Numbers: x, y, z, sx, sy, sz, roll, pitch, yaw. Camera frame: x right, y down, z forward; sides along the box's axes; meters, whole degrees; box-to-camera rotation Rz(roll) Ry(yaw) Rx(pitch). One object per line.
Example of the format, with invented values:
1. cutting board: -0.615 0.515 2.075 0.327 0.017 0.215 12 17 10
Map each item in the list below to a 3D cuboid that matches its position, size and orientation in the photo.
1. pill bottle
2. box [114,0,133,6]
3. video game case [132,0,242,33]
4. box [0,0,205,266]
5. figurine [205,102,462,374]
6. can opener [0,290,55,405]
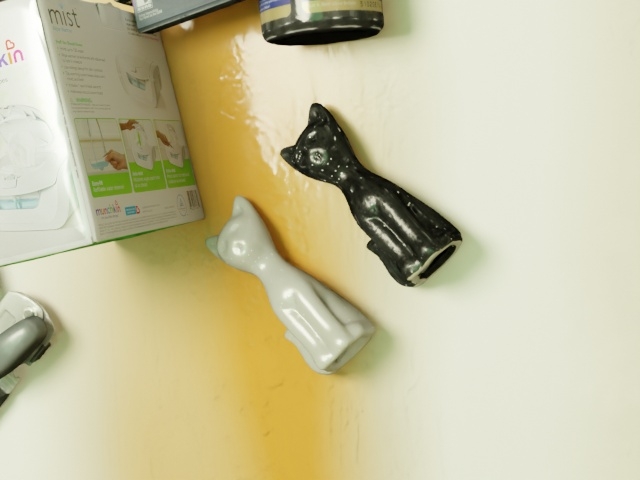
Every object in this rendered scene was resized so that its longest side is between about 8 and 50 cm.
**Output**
1. pill bottle: -0.007 -0.307 1.045 0.122 0.123 0.219 -4 94 16
2. box: -0.171 -0.382 1.120 0.175 0.051 0.220 -21 90 17
3. video game case: -0.127 -0.358 1.034 0.196 0.026 0.274 -10 92 36
4. box: -0.236 -0.109 1.058 0.126 0.262 0.231 -13 93 17
5. figurine: 0.000 0.000 1.102 0.209 0.092 0.215 47 106 15
6. can opener: -0.404 0.171 1.227 0.074 0.093 0.280 43 109 7
